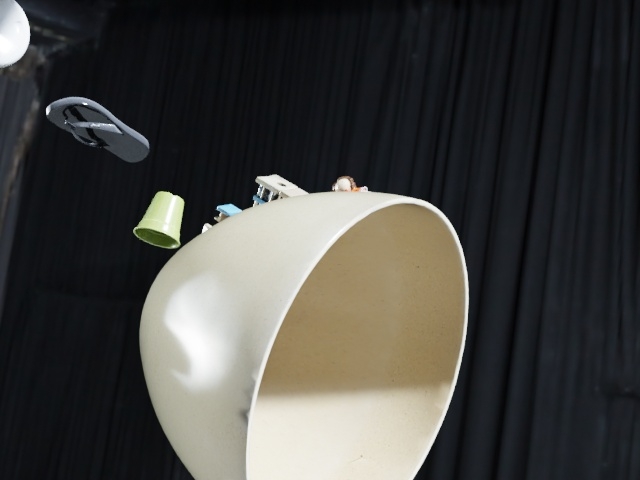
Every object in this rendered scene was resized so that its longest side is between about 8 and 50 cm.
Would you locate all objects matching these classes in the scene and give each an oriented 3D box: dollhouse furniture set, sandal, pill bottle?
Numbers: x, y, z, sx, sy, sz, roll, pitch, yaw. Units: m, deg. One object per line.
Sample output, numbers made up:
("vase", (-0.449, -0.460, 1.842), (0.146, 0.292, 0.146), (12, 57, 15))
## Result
("dollhouse furniture set", (-0.113, -0.037, 1.908), (0.129, 0.129, 0.183), (31, 23, 28))
("sandal", (-0.483, -0.239, 2.152), (0.254, 0.054, 0.097), (26, -49, -37))
("pill bottle", (-0.543, -0.304, 1.480), (0.215, 0.117, 0.117), (-4, -14, 45))

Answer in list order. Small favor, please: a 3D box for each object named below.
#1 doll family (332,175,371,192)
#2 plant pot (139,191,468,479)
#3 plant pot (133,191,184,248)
("doll family", (0.000, 0.000, 1.640), (0.263, 0.163, 0.118), (-30, -47, 23))
("plant pot", (-0.033, 0.084, 0.790), (0.191, 0.284, 0.284), (17, -1, 35))
("plant pot", (-0.272, -0.039, 1.687), (0.083, 0.079, 0.083), (13, -21, 5))
